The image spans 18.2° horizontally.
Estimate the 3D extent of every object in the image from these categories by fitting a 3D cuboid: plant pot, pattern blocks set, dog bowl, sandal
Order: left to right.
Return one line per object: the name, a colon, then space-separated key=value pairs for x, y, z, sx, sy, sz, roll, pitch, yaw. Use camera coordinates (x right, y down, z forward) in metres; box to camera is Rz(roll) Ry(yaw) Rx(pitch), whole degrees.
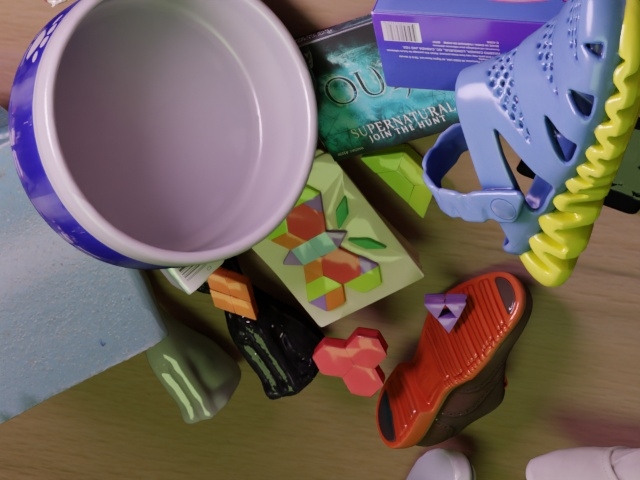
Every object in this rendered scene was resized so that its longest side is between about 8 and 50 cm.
plant pot: x=-0.337 y=0.003 z=1.985 sx=0.247 sy=0.247 sz=0.252 roll=34 pitch=146 yaw=55
dog bowl: x=-0.141 y=-0.106 z=1.787 sx=0.265 sy=0.265 sz=0.104 roll=39 pitch=158 yaw=-20
pattern blocks set: x=0.000 y=0.000 z=1.987 sx=0.325 sy=0.026 sz=0.285 roll=38 pitch=124 yaw=-12
sandal: x=0.157 y=-0.091 z=1.432 sx=0.138 sy=0.126 sz=0.317 roll=23 pitch=140 yaw=5

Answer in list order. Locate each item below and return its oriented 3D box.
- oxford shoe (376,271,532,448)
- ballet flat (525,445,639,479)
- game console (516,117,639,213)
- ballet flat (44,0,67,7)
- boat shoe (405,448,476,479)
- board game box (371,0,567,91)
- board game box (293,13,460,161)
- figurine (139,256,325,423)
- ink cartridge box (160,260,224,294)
oxford shoe: x=0.157 y=0.123 z=2.080 sx=0.098 sy=0.097 sz=0.271 roll=4 pitch=143 yaw=-29
ballet flat: x=0.410 y=0.296 z=2.129 sx=0.400 sy=0.139 sz=0.139 roll=28 pitch=140 yaw=-14
game console: x=0.253 y=-0.081 z=1.847 sx=0.122 sy=0.071 sz=0.107 roll=20 pitch=110 yaw=1
ballet flat: x=-0.172 y=-0.268 z=1.775 sx=0.241 sy=0.077 sz=0.091 roll=-25 pitch=119 yaw=41
boat shoe: x=0.140 y=0.317 z=2.299 sx=0.084 sy=0.095 sz=0.258 roll=0 pitch=148 yaw=-19
board game box: x=0.239 y=-0.211 z=1.533 sx=0.347 sy=0.233 sz=0.078 roll=6 pitch=138 yaw=19
board game box: x=0.062 y=-0.148 z=1.826 sx=0.186 sy=0.026 sz=0.126 roll=-15 pitch=117 yaw=35
figurine: x=-0.132 y=0.082 z=2.156 sx=0.215 sy=0.092 sz=0.209 roll=-19 pitch=117 yaw=39
ink cartridge box: x=-0.191 y=-0.042 z=1.943 sx=0.181 sy=0.056 sz=0.224 roll=50 pitch=169 yaw=-16
